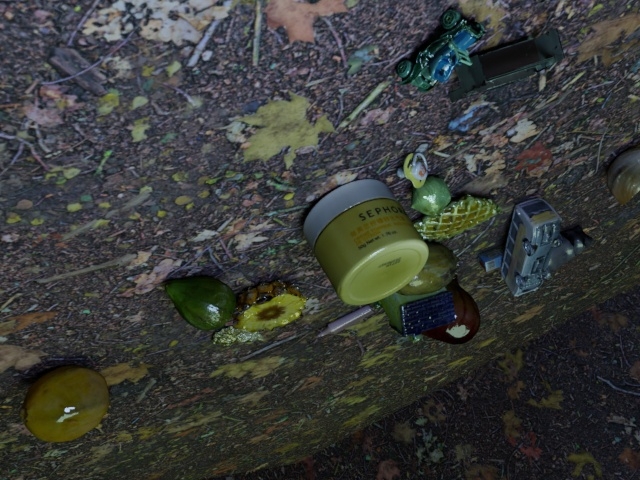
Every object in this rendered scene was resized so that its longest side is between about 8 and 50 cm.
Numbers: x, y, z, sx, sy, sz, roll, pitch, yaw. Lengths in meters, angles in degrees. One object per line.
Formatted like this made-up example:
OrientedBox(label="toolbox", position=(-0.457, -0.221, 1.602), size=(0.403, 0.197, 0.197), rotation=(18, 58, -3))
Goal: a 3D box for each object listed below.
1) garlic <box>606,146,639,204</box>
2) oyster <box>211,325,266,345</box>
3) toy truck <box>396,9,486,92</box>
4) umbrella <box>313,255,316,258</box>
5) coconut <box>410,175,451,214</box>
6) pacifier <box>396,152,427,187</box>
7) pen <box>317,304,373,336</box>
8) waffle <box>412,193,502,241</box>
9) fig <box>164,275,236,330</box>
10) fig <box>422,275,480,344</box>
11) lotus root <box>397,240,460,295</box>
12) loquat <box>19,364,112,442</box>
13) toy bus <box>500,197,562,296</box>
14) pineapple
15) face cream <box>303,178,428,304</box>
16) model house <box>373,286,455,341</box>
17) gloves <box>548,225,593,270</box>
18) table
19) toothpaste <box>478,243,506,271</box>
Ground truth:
OrientedBox(label="garlic", position=(0.827, -0.189, 1.763), size=(0.087, 0.101, 0.195), rotation=(-43, 165, -42))
OrientedBox(label="oyster", position=(-0.241, 0.272, 1.889), size=(0.122, 0.045, 0.146), rotation=(-18, 158, 24))
OrientedBox(label="toy truck", position=(0.201, -0.293, 1.085), size=(0.080, 0.078, 0.154), rotation=(5, 144, -42))
OrientedBox(label="umbrella", position=(-0.005, -0.001, 1.549), size=(0.044, 0.044, 0.269), rotation=(12, 150, 14))
OrientedBox(label="coconut", position=(0.244, -0.098, 1.492), size=(0.096, 0.087, 0.088), rotation=(-34, 153, 7))
OrientedBox(label="pacifier", position=(0.189, -0.150, 1.400), size=(0.064, 0.068, 0.083), rotation=(0, 153, 40))
OrientedBox(label="pen", position=(0.076, 0.261, 2.122), size=(0.197, 0.032, 0.053), rotation=(-28, 155, 6))
OrientedBox(label="waffle", position=(0.344, -0.056, 1.687), size=(0.208, 0.054, 0.214), rotation=(-32, 156, 27))
OrientedBox(label="fig", position=(-0.274, 0.128, 1.494), size=(0.123, 0.123, 0.156), rotation=(-34, 123, 23))
OrientedBox(label="fig", position=(0.399, 0.224, 2.105), size=(0.214, 0.235, 0.235), rotation=(-56, 161, -17))
OrientedBox(label="lotus root", position=(0.284, 0.068, 1.776), size=(0.278, 0.154, 0.154), rotation=(-2, 148, -39))
OrientedBox(label="loquat", position=(-0.632, 0.405, 1.666), size=(0.234, 0.176, 0.187), rotation=(-13, 155, -42))
OrientedBox(label="toy bus", position=(0.597, 0.026, 1.898), size=(0.097, 0.138, 0.342), rotation=(-16, 141, -7))
OrientedBox(label="pineapple", position=(-0.135, 0.164, 1.708), size=(0.225, 0.076, 0.224), rotation=(-17, 151, -10))
OrientedBox(label="face cream", position=(0.097, 0.006, 1.432), size=(0.218, 0.179, 0.218), rotation=(-21, 148, -14))
OrientedBox(label="model house", position=(0.278, 0.188, 1.936), size=(0.194, 0.211, 0.170), rotation=(-11, 150, -25))
OrientedBox(label="gloves", position=(0.734, 0.033, 2.140), size=(0.286, 0.119, 0.142), rotation=(-22, 124, 7))
OrientedBox(label="table", position=(0.314, -0.302, 1.164), size=(0.146, 0.062, 0.175), rotation=(-19, -174, -7))
OrientedBox(label="toothpaste", position=(0.586, 0.030, 2.064), size=(0.194, 0.070, 0.044), rotation=(-21, 125, -3))
